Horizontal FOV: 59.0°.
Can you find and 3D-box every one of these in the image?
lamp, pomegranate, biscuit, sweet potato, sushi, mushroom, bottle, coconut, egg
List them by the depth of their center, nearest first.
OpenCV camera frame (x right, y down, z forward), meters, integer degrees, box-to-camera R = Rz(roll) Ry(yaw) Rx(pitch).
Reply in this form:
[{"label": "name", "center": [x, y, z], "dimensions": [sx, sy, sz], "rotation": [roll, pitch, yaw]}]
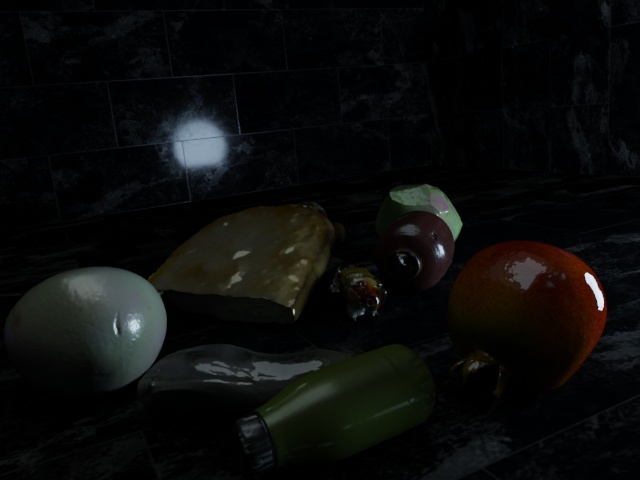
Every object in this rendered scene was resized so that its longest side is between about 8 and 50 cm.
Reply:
[{"label": "bottle", "center": [0.015, 0.214, 0.703], "dimensions": [0.260, 0.112, 0.112], "rotation": [-13, 15, -29]}, {"label": "pomegranate", "center": [0.278, 0.118, 0.807], "dimensions": [0.221, 0.221, 0.257], "rotation": [9, 48, 48]}, {"label": "mushroom", "center": [-0.090, 0.207, 0.836], "dimensions": [0.351, 0.097, 0.109], "rotation": [-1, 15, 0]}, {"label": "egg", "center": [-0.381, 0.169, 0.929], "dimensions": [0.271, 0.206, 0.162], "rotation": [-18, 48, -15]}, {"label": "sushi", "center": [0.073, 0.107, 1.200], "dimensions": [0.097, 0.103, 0.226], "rotation": [20, 5, -12]}, {"label": "lamp", "center": [0.218, 0.029, 1.325], "dimensions": [0.180, 0.180, 0.258], "rotation": [0, 17, 23]}, {"label": "biscuit", "center": [-0.178, 0.047, 1.363], "dimensions": [0.429, 0.104, 0.446], "rotation": [-4, 31, 22]}, {"label": "coconut", "center": [0.258, -0.061, 1.545], "dimensions": [0.204, 0.236, 0.236], "rotation": [-42, 5, 14]}, {"label": "sweet potato", "center": [0.002, -0.002, 1.753], "dimensions": [0.108, 0.079, 0.346], "rotation": [-32, -6, 41]}, {"label": "pomegranate", "center": [-0.052, -0.053, 1.890], "dimensions": [0.148, 0.148, 0.169], "rotation": [-15, -18, -37]}]

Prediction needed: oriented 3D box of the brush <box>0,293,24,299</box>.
[{"label": "brush", "center": [-0.891, 0.162, 1.504], "dimensions": [0.190, 0.028, 0.034], "rotation": [-3, -24, -10]}]
